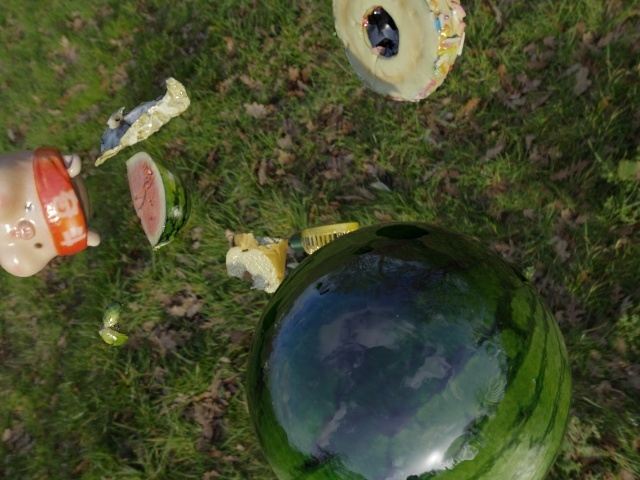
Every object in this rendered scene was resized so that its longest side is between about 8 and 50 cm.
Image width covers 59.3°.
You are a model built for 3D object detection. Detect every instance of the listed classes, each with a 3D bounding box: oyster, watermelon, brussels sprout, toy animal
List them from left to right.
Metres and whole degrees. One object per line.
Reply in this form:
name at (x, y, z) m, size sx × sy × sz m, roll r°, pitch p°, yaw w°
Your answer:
toy animal at (-0.392, -0.046, 0.734) m, size 0.198 × 0.171 × 0.171 m, roll 6°, pitch 79°, yaw 13°
brussels sprout at (-0.382, 0.153, 1.036) m, size 0.046 × 0.051 × 0.083 m, roll 13°, pitch 113°, yaw 42°
oyster at (-0.305, -0.185, 0.938) m, size 0.200 × 0.061 × 0.106 m, roll -16°, pitch 56°, yaw 31°
watermelon at (-0.431, -0.138, 1.573) m, size 0.159 × 0.128 × 0.303 m, roll -42°, pitch 63°, yaw 34°
watermelon at (0.066, 0.104, 0.436) m, size 0.242 × 0.242 × 0.242 m, roll -5°, pitch 75°, yaw 19°

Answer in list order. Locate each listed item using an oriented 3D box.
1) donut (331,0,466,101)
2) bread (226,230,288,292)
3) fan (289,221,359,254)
donut at (0.084, -0.237, 0.611) m, size 0.068 × 0.174 × 0.175 m, roll -37°, pitch 63°, yaw -26°
bread at (-0.204, 0.026, 1.832) m, size 0.184 × 0.211 × 0.224 m, roll 1°, pitch 38°, yaw 7°
fan at (0.000, 0.000, 0.815) m, size 0.082 × 0.155 × 0.039 m, roll -8°, pitch 90°, yaw -25°
